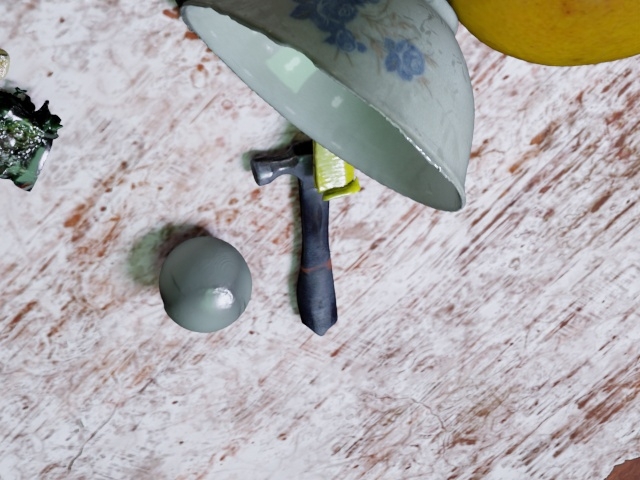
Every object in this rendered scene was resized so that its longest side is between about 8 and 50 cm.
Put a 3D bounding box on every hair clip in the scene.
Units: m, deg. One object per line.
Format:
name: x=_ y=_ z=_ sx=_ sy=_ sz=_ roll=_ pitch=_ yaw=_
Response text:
hair clip: x=0.014 y=-0.130 z=1.499 sx=0.072 sy=0.046 sz=0.173 roll=-16 pitch=119 yaw=-15

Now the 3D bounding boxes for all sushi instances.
sushi: x=-0.298 y=-0.105 z=1.387 sx=0.083 sy=0.056 sz=0.085 roll=18 pitch=124 yaw=-29

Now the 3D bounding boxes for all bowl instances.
bowl: x=0.041 y=-0.172 z=1.325 sx=0.146 sy=0.313 sz=0.313 roll=-54 pitch=136 yaw=-5

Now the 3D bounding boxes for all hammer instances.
hammer: x=0.000 y=0.000 z=1.649 sx=0.137 sy=0.037 sz=0.290 roll=-15 pitch=137 yaw=-10

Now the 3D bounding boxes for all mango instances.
mango: x=0.307 y=-0.305 z=1.354 sx=0.445 sy=0.232 sz=0.300 roll=-9 pitch=144 yaw=-26

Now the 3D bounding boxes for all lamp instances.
lamp: x=-0.126 y=0.048 z=1.586 sx=0.105 sy=0.105 sz=0.105 roll=-14 pitch=137 yaw=-13

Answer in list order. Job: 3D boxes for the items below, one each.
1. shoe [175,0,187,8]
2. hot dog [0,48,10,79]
shoe: x=-0.117 y=-0.249 z=1.331 sx=0.071 sy=0.049 sz=0.179 roll=-27 pitch=138 yaw=0
hot dog: x=-0.328 y=-0.163 z=1.327 sx=0.090 sy=0.034 sz=0.030 roll=-11 pitch=129 yaw=-44
